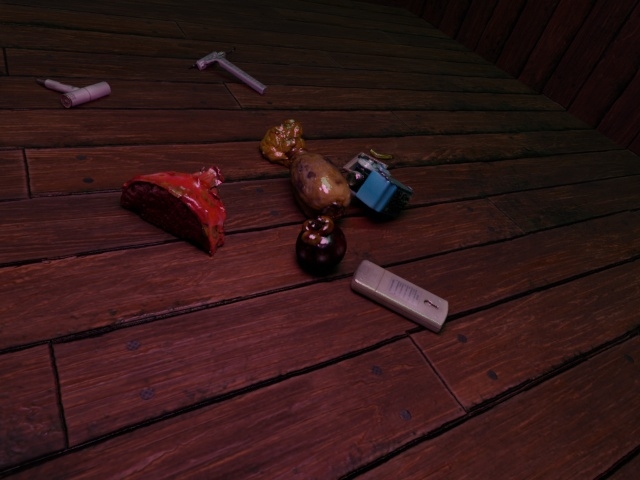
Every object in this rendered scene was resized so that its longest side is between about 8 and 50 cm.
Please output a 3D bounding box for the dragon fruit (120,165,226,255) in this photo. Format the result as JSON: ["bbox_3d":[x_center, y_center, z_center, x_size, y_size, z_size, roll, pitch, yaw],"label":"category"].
[{"bbox_3d":[-0.309,-0.114,1.067,0.262,0.134,0.211,25,36,7],"label":"dragon fruit"}]

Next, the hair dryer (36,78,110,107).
[{"bbox_3d":[-0.757,-0.463,1.365,0.183,0.044,0.155,25,37,12],"label":"hair dryer"}]

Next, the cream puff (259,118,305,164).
[{"bbox_3d":[-0.108,-0.306,1.388,0.146,0.116,0.146,14,37,-11],"label":"cream puff"}]

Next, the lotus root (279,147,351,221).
[{"bbox_3d":[-0.015,-0.163,1.231,0.154,0.154,0.278,-9,46,-30],"label":"lotus root"}]

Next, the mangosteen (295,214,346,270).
[{"bbox_3d":[0.000,0.000,1.056,0.140,0.140,0.140,11,40,-10],"label":"mangosteen"}]

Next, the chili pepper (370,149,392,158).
[{"bbox_3d":[0.211,-0.295,1.583,0.083,0.017,0.030,10,39,-16],"label":"chili pepper"}]

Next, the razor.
[{"bbox_3d":[-0.324,-0.637,1.721,0.278,0.056,0.111,30,51,10],"label":"razor"}]

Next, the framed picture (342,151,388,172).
[{"bbox_3d":[0.151,-0.241,1.499,0.109,0.011,0.149,29,40,12],"label":"framed picture"}]

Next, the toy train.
[{"bbox_3d":[0.163,-0.146,1.278,0.163,0.112,0.203,43,20,26],"label":"toy train"}]

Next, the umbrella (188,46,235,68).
[{"bbox_3d":[-0.427,-0.714,1.804,0.044,0.044,0.269,49,51,-5],"label":"umbrella"}]

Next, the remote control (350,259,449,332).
[{"bbox_3d":[0.185,0.127,1.063,0.233,0.038,0.098,26,40,7],"label":"remote control"}]
